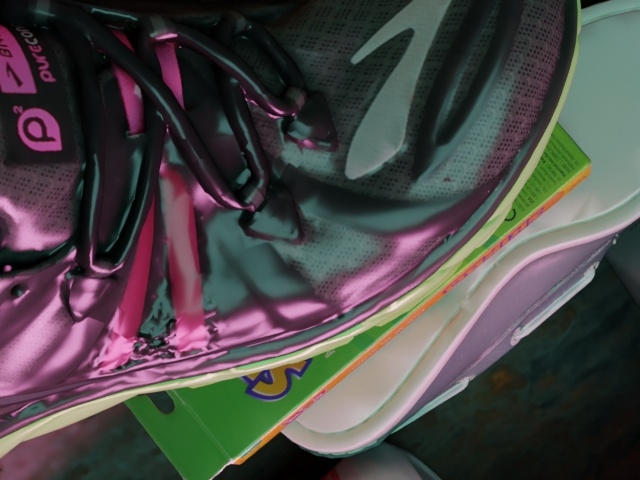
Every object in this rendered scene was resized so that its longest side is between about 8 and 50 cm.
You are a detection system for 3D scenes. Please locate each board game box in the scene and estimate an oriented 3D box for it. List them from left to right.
[{"bbox_3d":[0.000,0.000,1.020,0.259,0.039,0.124,-39,78,-1],"label":"board game box"}]

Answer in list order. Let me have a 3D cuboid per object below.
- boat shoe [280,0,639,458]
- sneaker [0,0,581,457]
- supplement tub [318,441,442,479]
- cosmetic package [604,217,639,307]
[{"bbox_3d":[0.094,-0.007,1.080,0.319,0.116,0.099,-45,166,-4],"label":"boat shoe"},{"bbox_3d":[-0.091,-0.028,0.898,0.483,0.185,0.202,-29,154,-7],"label":"sneaker"},{"bbox_3d":[-0.004,0.262,1.099,0.272,0.191,0.191,-42,123,3],"label":"supplement tub"},{"bbox_3d":[0.277,0.034,1.101,0.151,0.183,0.151,-38,123,0],"label":"cosmetic package"}]
